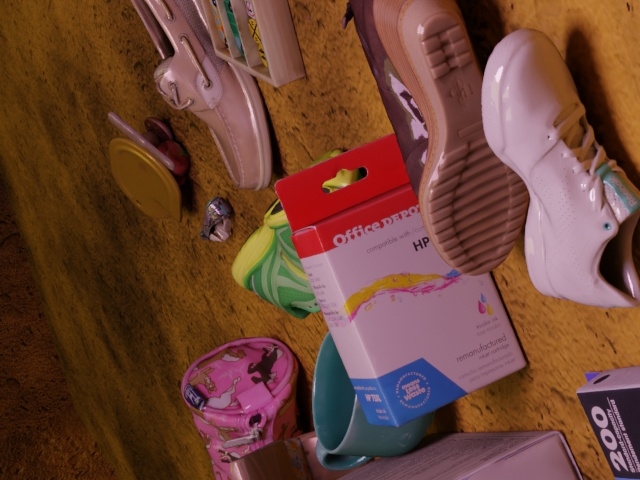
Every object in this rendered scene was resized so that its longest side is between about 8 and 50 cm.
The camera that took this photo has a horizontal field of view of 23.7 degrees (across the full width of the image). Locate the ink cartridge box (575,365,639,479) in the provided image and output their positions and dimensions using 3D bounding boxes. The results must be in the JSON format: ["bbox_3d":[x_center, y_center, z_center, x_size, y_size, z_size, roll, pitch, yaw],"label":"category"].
[{"bbox_3d":[0.262,0.191,1.110,0.206,0.045,0.208,66,163,1],"label":"ink cartridge box"}]

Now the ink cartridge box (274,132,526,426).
[{"bbox_3d":[0.067,0.029,1.320,0.231,0.134,0.078,67,163,-3],"label":"ink cartridge box"}]

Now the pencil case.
[{"bbox_3d":[-0.071,0.319,2.037,0.160,0.167,0.386,9,127,30],"label":"pencil case"}]

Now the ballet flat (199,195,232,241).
[{"bbox_3d":[-0.134,-0.018,1.994,0.041,0.041,0.114,62,162,15],"label":"ballet flat"}]

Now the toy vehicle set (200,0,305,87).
[{"bbox_3d":[-0.095,-0.299,1.540,0.166,0.035,0.267,34,143,59],"label":"toy vehicle set"}]

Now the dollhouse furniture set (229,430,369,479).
[{"bbox_3d":[0.025,0.404,1.650,0.362,0.256,0.394,-12,-98,-68],"label":"dollhouse furniture set"}]

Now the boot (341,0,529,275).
[{"bbox_3d":[0.086,-0.116,1.223,0.207,0.090,0.248,-120,14,-60],"label":"boot"}]

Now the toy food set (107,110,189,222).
[{"bbox_3d":[-0.222,-0.109,2.103,0.128,0.071,0.218,36,156,12],"label":"toy food set"}]

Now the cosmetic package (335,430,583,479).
[{"bbox_3d":[0.116,0.257,1.422,0.113,0.160,0.309,66,163,-1],"label":"cosmetic package"}]

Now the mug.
[{"bbox_3d":[0.054,0.155,1.526,0.158,0.097,0.129,136,136,-63],"label":"mug"}]

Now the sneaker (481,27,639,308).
[{"bbox_3d":[0.178,-0.046,1.039,0.094,0.080,0.212,21,140,50],"label":"sneaker"}]

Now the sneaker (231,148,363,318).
[{"bbox_3d":[0.000,0.000,1.571,0.123,0.109,0.295,40,156,1],"label":"sneaker"}]

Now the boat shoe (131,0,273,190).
[{"bbox_3d":[-0.141,-0.188,1.705,0.302,0.098,0.109,69,162,-7],"label":"boat shoe"}]
